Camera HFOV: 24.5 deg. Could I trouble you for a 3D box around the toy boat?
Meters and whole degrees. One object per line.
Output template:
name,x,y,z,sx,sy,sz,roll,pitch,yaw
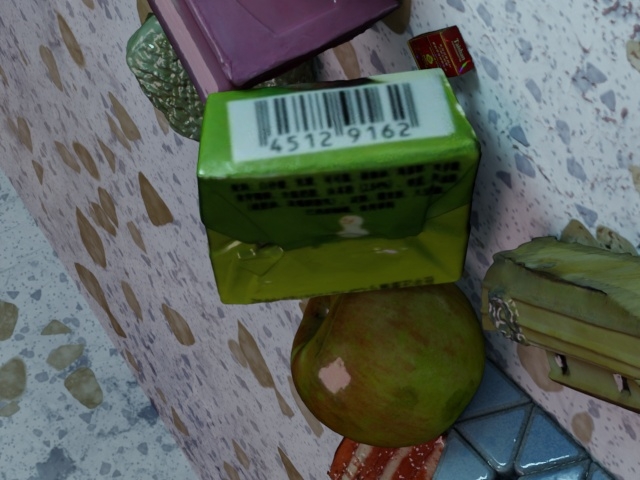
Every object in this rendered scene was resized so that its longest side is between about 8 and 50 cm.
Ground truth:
toy boat,0.294,0.092,1.480,0.445,0.136,0.162,19,130,67

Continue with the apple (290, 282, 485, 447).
apple,0.088,0.136,1.852,0.226,0.246,0.246,24,163,-13

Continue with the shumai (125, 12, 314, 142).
shumai,-0.112,-0.253,1.958,0.260,0.222,0.225,31,129,-5

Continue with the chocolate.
chocolate,0.017,-0.058,1.650,0.289,0.301,0.137,87,178,-60

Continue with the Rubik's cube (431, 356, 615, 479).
Rubik's cube,0.250,0.323,1.848,0.233,0.229,0.228,-77,12,-67

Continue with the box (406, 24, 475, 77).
box,0.130,-0.202,1.600,0.051,0.023,0.082,65,159,-11

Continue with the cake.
cake,0.142,0.283,2.072,0.158,0.159,0.262,46,139,19

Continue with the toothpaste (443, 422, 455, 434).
toothpaste,0.145,0.224,2.099,0.218,0.041,0.064,39,139,49

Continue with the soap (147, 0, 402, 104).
soap,-0.102,-0.359,1.640,0.359,0.233,0.128,61,158,-1
